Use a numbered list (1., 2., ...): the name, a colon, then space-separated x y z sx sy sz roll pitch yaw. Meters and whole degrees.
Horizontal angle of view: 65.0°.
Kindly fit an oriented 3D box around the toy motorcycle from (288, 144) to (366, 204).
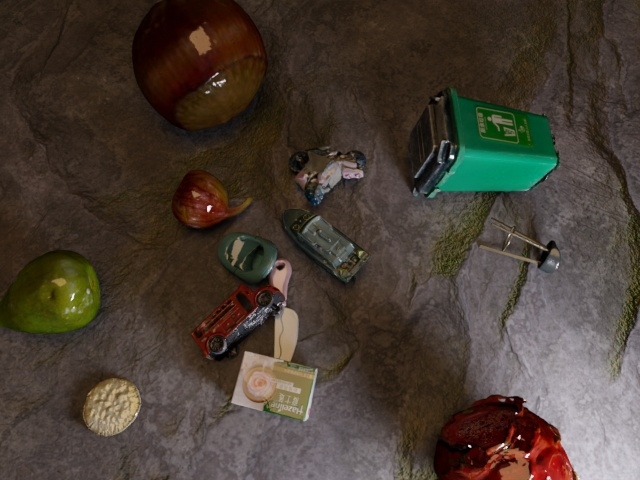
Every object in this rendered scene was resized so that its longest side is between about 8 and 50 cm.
1. toy motorcycle: 0.016 -0.190 1.549 0.239 0.108 0.204 -8 59 23

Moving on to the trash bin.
1. trash bin: 0.471 -0.262 1.508 0.381 0.295 0.259 5 65 -10

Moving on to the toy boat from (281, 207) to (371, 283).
1. toy boat: 0.001 0.000 1.450 0.296 0.122 0.114 39 72 16

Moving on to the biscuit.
1. biscuit: -0.545 0.430 1.309 0.152 0.020 0.152 0 66 -1

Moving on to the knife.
1. knife: -0.103 0.212 1.410 0.081 0.043 0.335 -2 72 -6

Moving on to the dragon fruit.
1. dragon fruit: 0.416 0.518 1.138 0.296 0.295 0.301 -30 73 -13

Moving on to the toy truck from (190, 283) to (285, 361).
1. toy truck: -0.217 0.205 1.347 0.253 0.107 0.114 -44 66 -6

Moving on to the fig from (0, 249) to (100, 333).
1. fig: -0.741 0.133 1.333 0.314 0.233 0.233 6 66 7

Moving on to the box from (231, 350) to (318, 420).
1. box: -0.116 0.375 1.300 0.199 0.081 0.135 11 74 7

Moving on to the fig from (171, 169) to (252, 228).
1. fig: -0.326 -0.106 1.485 0.207 0.175 0.175 28 67 -10

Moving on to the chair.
1. chair: 0.592 0.008 1.472 0.222 0.104 0.095 28 52 14

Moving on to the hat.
1. hat: -0.200 0.050 1.450 0.191 0.078 0.138 26 81 24

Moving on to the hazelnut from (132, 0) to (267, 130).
1. hazelnut: -0.379 -0.563 1.563 0.421 0.352 0.420 1 110 2
